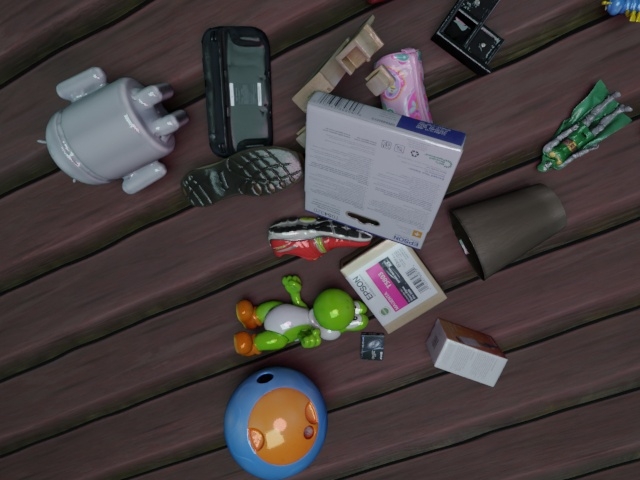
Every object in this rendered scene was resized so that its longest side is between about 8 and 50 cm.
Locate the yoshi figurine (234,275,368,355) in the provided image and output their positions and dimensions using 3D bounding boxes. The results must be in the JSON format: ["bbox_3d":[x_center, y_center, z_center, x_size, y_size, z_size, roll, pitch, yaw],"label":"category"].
[{"bbox_3d":[-0.054,0.204,1.108,0.362,0.203,0.203,-9,98,4],"label":"yoshi figurine"}]

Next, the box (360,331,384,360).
[{"bbox_3d":[0.153,0.313,1.208,0.067,0.018,0.083,3,105,4],"label":"box"}]

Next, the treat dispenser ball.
[{"bbox_3d":[-0.123,0.502,1.141,0.288,0.288,0.288,1,105,4],"label":"treat dispenser ball"}]

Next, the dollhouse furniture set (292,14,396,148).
[{"bbox_3d":[0.132,-0.284,0.971,0.355,0.173,0.303,42,142,-19],"label":"dollhouse furniture set"}]

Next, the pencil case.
[{"bbox_3d":[0.214,-0.304,0.983,0.124,0.124,0.284,-15,101,8],"label":"pencil case"}]

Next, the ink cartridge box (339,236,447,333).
[{"bbox_3d":[0.195,0.105,1.114,0.193,0.088,0.234,-36,100,11],"label":"ink cartridge box"}]

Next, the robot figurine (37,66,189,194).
[{"bbox_3d":[-0.508,-0.262,1.008,0.354,0.199,0.299,-22,110,9],"label":"robot figurine"}]

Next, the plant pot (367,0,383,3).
[{"bbox_3d":[0.169,-0.632,0.869,0.174,0.191,0.191,-18,103,1],"label":"plant pot"}]

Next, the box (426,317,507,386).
[{"bbox_3d":[0.397,0.305,1.130,0.171,0.130,0.091,19,105,-2],"label":"box"}]

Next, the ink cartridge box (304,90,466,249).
[{"bbox_3d":[0.122,-0.147,0.940,0.324,0.071,0.330,20,146,11],"label":"ink cartridge box"}]

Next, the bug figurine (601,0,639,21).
[{"bbox_3d":[0.736,-0.608,0.889,0.216,0.072,0.278,6,101,-4],"label":"bug figurine"}]

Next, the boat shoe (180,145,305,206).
[{"bbox_3d":[-0.195,-0.174,1.048,0.324,0.120,0.122,-8,108,13],"label":"boat shoe"}]

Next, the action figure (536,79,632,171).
[{"bbox_3d":[0.631,-0.253,1.001,0.137,0.063,0.232,41,108,-10],"label":"action figure"}]

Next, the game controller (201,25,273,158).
[{"bbox_3d":[-0.208,-0.369,1.038,0.167,0.067,0.319,-3,106,-10],"label":"game controller"}]

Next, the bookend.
[{"bbox_3d":[0.370,-0.495,0.946,0.157,0.072,0.156,35,104,-6],"label":"bookend"}]

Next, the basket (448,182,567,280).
[{"bbox_3d":[0.471,-0.035,1.027,0.227,0.154,0.204,-26,103,7],"label":"basket"}]

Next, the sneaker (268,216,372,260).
[{"bbox_3d":[0.000,0.000,1.110,0.279,0.107,0.118,1,124,7],"label":"sneaker"}]
